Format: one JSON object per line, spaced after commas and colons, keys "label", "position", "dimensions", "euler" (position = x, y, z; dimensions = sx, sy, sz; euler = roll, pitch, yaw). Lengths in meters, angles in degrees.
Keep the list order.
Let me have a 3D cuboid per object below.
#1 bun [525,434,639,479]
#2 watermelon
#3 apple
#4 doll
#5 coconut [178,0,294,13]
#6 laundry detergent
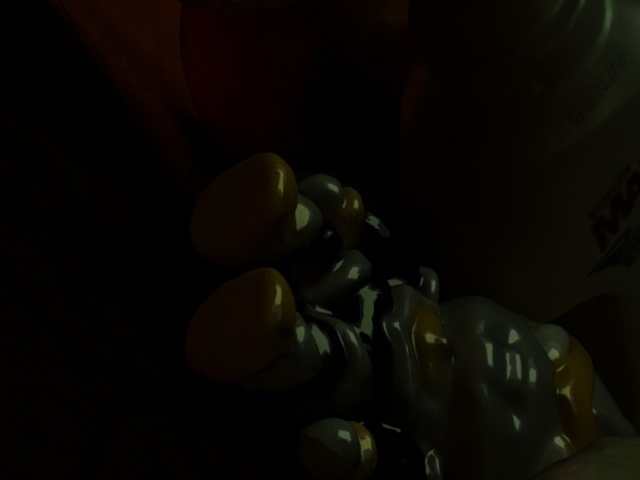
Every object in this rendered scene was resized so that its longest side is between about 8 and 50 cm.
{"label": "bun", "position": [0.143, 0.171, 0.366], "dimensions": [0.283, 0.179, 0.283], "euler": [20, 8, -3]}
{"label": "watermelon", "position": [0.000, 0.000, 0.737], "dimensions": [0.078, 0.078, 0.110], "euler": [53, 6, 20]}
{"label": "apple", "position": [0.027, -0.100, 0.932], "dimensions": [0.230, 0.230, 0.230], "euler": [49, 7, -8]}
{"label": "doll", "position": [0.058, 0.071, 0.641], "dimensions": [0.316, 0.103, 0.145], "euler": [37, 18, -43]}
{"label": "coconut", "position": [-0.048, -0.302, 0.754], "dimensions": [0.404, 0.404, 0.404], "euler": [49, 7, -8]}
{"label": "laundry detergent", "position": [0.128, -0.019, 0.812], "dimensions": [0.124, 0.264, 0.398], "euler": [31, -12, 36]}
